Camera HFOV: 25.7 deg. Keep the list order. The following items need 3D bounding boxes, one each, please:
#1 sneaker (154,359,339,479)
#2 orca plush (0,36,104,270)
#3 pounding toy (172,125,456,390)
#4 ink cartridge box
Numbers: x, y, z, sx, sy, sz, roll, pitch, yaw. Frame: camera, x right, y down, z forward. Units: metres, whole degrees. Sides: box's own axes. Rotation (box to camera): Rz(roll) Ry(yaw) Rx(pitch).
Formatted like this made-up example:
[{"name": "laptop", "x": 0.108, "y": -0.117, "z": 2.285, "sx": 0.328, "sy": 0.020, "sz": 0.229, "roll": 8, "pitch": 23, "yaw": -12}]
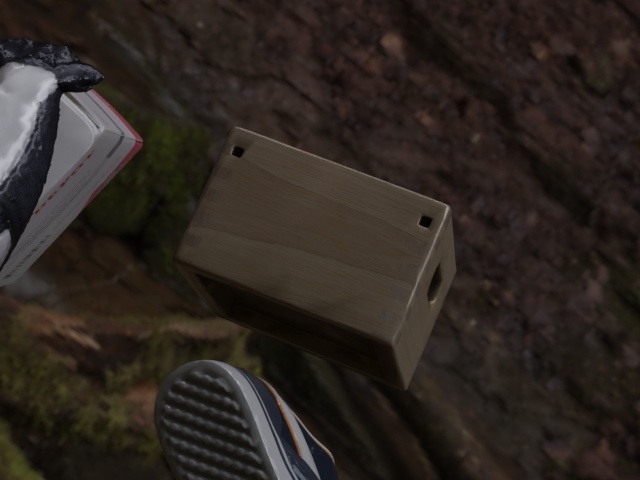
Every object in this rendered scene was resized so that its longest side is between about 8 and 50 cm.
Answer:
[{"name": "sneaker", "x": -0.030, "y": 0.251, "z": 1.131, "sx": 0.127, "sy": 0.126, "sz": 0.321, "roll": 23, "pitch": 48, "yaw": -65}, {"name": "orca plush", "x": -0.234, "y": 0.001, "z": 0.757, "sx": 0.151, "sy": 0.102, "sz": 0.287, "roll": 23, "pitch": 53, "yaw": -7}, {"name": "pounding toy", "x": 0.000, "y": 0.000, "z": 0.702, "sx": 0.130, "sy": 0.100, "sz": 0.141, "roll": 21, "pitch": -13, "yaw": 13}, {"name": "ink cartridge box", "x": -0.285, "y": -0.061, "z": 1.286, "sx": 0.117, "sy": 0.207, "sz": 0.283, "roll": 44, "pitch": 0, "yaw": -1}]
